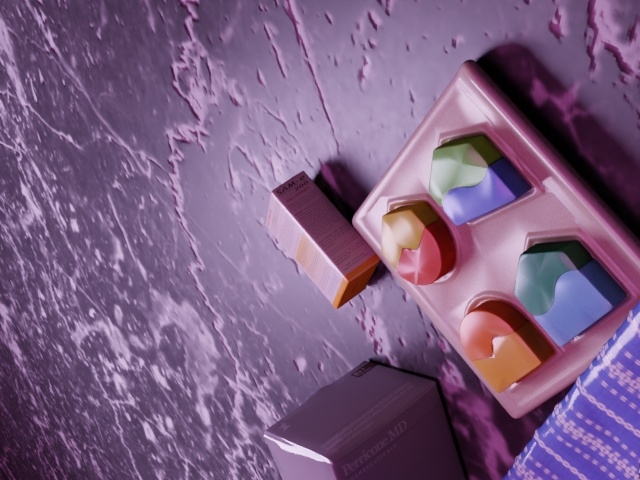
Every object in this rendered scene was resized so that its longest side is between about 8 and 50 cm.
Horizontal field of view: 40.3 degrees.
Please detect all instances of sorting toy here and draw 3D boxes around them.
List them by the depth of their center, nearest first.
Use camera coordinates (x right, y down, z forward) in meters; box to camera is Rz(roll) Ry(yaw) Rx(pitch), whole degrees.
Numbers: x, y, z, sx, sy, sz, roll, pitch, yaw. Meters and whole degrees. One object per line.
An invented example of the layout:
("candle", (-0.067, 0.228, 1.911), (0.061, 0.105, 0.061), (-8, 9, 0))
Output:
("sorting toy", (0.110, 0.013, 0.577), (0.193, 0.038, 0.208), (51, 147, 13))

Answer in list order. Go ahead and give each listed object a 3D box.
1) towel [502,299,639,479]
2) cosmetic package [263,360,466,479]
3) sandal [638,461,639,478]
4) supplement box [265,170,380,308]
("towel", (0.247, 0.144, 0.475), (0.243, 0.040, 0.336), (39, 144, 19))
("cosmetic package", (0.058, 0.238, 0.755), (0.107, 0.127, 0.238), (11, 126, 51))
("sandal", (0.237, 0.195, 0.466), (0.090, 0.060, 0.219), (-25, 85, 52))
("supplement box", (0.000, 0.000, 0.712), (0.098, 0.036, 0.062), (50, 157, 14))
